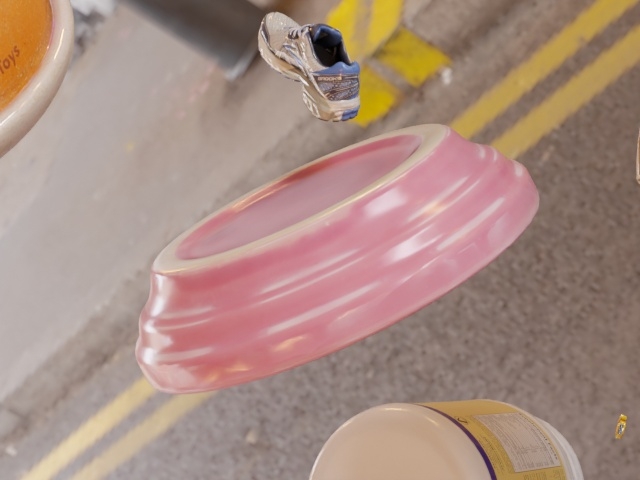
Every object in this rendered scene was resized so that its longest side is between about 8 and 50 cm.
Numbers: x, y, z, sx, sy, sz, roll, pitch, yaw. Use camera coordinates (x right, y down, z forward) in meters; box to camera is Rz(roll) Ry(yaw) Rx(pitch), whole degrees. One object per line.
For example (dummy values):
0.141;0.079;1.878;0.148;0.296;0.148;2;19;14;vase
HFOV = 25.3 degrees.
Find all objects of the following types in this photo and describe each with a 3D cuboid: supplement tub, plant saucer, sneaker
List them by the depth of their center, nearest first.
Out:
0.000;0.000;1.093;0.332;0.084;0.332;-25;13;6;plant saucer
-0.004;-0.155;1.153;0.135;0.052;0.058;49;139;38;sneaker
0.164;0.314;1.738;0.241;0.331;0.241;-3;84;32;supplement tub

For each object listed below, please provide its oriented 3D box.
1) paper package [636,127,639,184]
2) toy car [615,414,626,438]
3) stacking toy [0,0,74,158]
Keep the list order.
0.418;-0.162;1.266;0.168;0.325;0.309;5;84;31;paper package
0.440;0.244;1.902;0.122;0.060;0.040;117;174;-57;toy car
-0.378;-0.268;0.923;0.350;0.351;0.480;-82;-13;-47;stacking toy
